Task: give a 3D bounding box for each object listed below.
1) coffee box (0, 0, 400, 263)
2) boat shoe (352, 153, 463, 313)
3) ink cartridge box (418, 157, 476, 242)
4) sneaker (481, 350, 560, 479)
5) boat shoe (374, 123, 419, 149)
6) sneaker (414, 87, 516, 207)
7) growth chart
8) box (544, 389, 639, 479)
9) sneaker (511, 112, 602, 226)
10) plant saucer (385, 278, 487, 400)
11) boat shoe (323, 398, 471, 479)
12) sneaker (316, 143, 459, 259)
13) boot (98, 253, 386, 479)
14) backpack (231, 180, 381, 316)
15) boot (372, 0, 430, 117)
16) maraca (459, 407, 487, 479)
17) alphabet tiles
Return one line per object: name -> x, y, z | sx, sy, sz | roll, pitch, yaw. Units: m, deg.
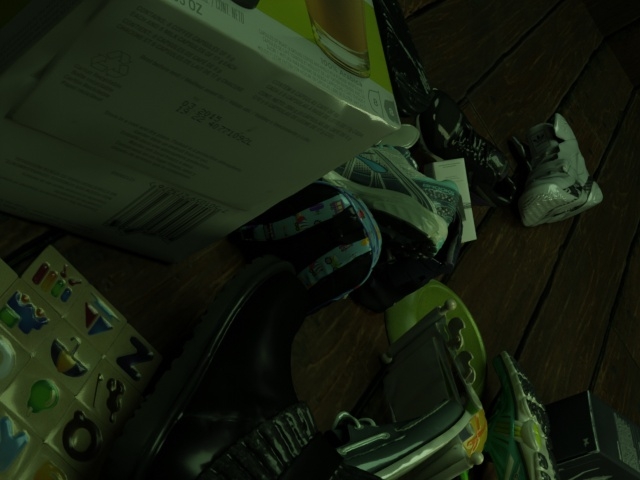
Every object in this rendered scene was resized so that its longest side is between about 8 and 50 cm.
coffee box -> -0.176, -0.224, 0.902 | 0.337, 0.338, 0.334 | 22, 49, -44
boat shoe -> 0.146, -0.047, 1.356 | 0.127, 0.158, 0.341 | 41, 39, -27
ink cartridge box -> 0.206, -0.062, 1.463 | 0.099, 0.056, 0.135 | -176, -104, -81
sneaker -> 0.281, 0.287, 1.335 | 0.107, 0.110, 0.275 | 49, 31, -39
boat shoe -> 0.107, -0.137, 1.384 | 0.046, 0.038, 0.125 | 36, 56, 15
sneaker -> 0.263, -0.158, 1.535 | 0.107, 0.124, 0.283 | -61, 141, -17
growth chart -> 0.144, 0.207, 1.166 | 0.021, 0.172, 0.237 | 20, 49, -35
box -> 0.428, 0.347, 1.445 | 0.207, 0.153, 0.108 | 36, 41, -34
sneaker -> 0.474, -0.150, 1.887 | 0.366, 0.137, 0.210 | -6, 70, -59
plant saucer -> 0.190, 0.156, 1.376 | 0.241, 0.037, 0.241 | 31, 44, -36
boat shoe -> 0.041, 0.237, 1.007 | 0.319, 0.116, 0.099 | -22, 70, -34
sneaker -> 0.057, -0.082, 1.215 | 0.283, 0.110, 0.122 | 29, 62, 14
boot -> -0.023, 0.185, 0.884 | 0.260, 0.131, 0.348 | 25, 46, 8
backpack -> 0.000, 0.000, 1.118 | 0.117, 0.173, 0.158 | -26, 87, -56
boot -> 0.042, -0.234, 1.309 | 0.094, 0.207, 0.246 | 22, 45, -43
maraca -> 0.184, 0.266, 1.242 | 0.186, 0.099, 0.127 | 62, 25, -50
alphabet tiles -> -0.269, 0.163, 0.796 | 0.285, 0.011, 0.342 | 49, 36, -18
